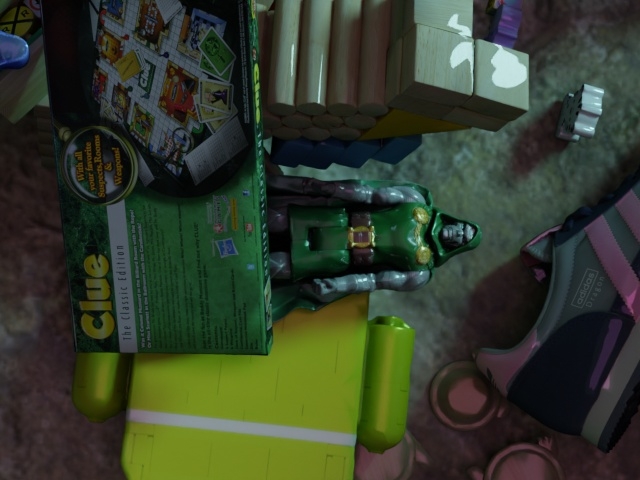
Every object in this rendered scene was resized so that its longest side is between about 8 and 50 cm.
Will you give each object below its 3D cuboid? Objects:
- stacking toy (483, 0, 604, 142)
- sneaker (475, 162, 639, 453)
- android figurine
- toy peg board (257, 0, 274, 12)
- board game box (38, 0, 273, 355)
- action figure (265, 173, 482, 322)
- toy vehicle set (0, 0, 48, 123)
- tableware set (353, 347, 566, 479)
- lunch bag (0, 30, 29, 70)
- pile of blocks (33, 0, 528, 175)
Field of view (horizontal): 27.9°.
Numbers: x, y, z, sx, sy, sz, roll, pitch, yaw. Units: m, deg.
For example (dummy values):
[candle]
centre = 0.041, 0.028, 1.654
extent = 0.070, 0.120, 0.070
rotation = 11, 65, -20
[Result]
[stacking toy]
centre = 0.149, -0.194, 0.998
extent = 0.167, 0.052, 0.221
rotation = 14, 85, -8
[sneaker]
centre = 0.228, -0.006, 0.980
extent = 0.131, 0.112, 0.319
rotation = 22, 71, 21
[android figurine]
centre = -0.054, 0.102, 0.941
extent = 0.248, 0.056, 0.272
rotation = 6, 81, -7
[toy peg board]
centre = -0.019, -0.242, 0.971
extent = 0.161, 0.079, 0.161
rotation = -4, 86, 6
[board game box]
centre = -0.103, -0.050, 0.828
extent = 0.136, 0.030, 0.259
rotation = 0, 108, 5
[action figure]
centre = 0.000, 0.000, 0.909
extent = 0.232, 0.063, 0.137
rotation = -4, 87, -7
[toy vehicle set]
centre = -0.161, -0.220, 0.891
extent = 0.267, 0.035, 0.166
rotation = -44, 55, -5
[tableware set]
centre = 0.099, 0.174, 0.987
extent = 0.169, 0.020, 0.141
rotation = -28, 86, -4
[lunch bag]
centre = -0.321, -0.119, 0.759
extent = 0.293, 0.138, 0.220
rotation = -2, 87, -16
[pile of blocks]
centre = -0.033, -0.119, 0.908
extent = 0.362, 0.149, 0.112
rotation = -2, 68, 15
